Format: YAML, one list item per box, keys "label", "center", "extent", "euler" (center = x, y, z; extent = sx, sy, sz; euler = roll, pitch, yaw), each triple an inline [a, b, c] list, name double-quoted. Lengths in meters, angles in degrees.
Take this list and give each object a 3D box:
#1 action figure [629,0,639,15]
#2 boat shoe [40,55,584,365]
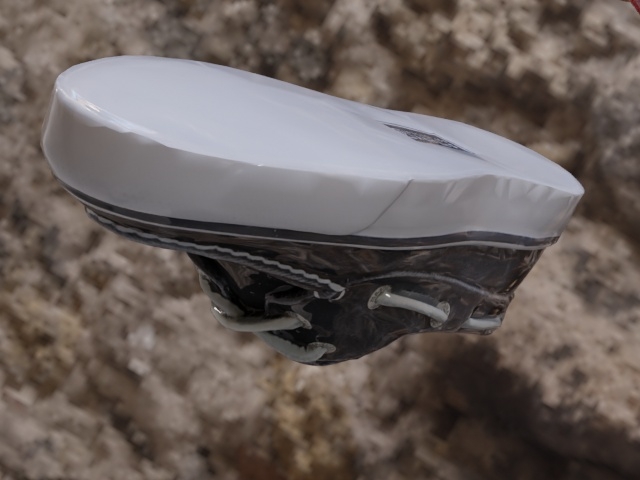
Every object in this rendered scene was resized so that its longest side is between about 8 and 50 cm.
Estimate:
- label: "action figure"
  center: [0.165, -0.118, 0.438]
  extent: [0.139, 0.091, 0.280]
  euler: [46, -11, 18]
- label: "boat shoe"
  center: [0.000, 0.000, 0.628]
  extent: [0.108, 0.102, 0.301]
  euler: [30, 14, 28]
